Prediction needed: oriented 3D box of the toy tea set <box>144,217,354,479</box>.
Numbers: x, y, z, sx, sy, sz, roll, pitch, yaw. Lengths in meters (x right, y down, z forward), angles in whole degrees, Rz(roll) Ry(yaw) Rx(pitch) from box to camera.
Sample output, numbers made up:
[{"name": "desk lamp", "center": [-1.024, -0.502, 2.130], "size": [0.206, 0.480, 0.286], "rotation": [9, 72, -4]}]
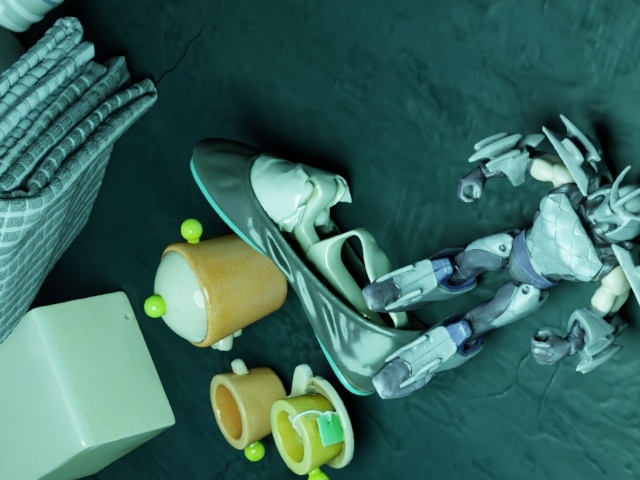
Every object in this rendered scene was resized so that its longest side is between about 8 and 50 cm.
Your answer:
[{"name": "toy tea set", "center": [-0.077, 0.144, 1.560], "size": [0.336, 0.124, 0.200], "rotation": [65, 153, 14]}]

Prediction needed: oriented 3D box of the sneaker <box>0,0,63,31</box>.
[{"name": "sneaker", "center": [-0.301, -0.355, 1.765], "size": [0.115, 0.105, 0.281], "rotation": [-21, 79, 18]}]

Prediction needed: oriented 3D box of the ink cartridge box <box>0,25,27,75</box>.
[{"name": "ink cartridge box", "center": [-0.492, -0.068, 1.832], "size": [0.385, 0.279, 0.160], "rotation": [-58, 47, 24]}]

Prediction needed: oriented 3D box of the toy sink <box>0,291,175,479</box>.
[{"name": "toy sink", "center": [-0.281, 0.173, 1.827], "size": [0.234, 0.131, 0.153], "rotation": [-35, 73, 43]}]

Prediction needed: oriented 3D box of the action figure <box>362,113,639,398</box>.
[{"name": "action figure", "center": [0.149, 0.023, 1.315], "size": [0.285, 0.099, 0.185], "rotation": [-35, 68, 45]}]

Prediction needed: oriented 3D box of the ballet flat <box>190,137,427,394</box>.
[{"name": "ballet flat", "center": [0.000, 0.000, 1.495], "size": [0.280, 0.095, 0.096], "rotation": [52, 125, 12]}]

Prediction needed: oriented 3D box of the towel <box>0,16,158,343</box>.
[{"name": "towel", "center": [-0.283, -0.044, 1.678], "size": [0.121, 0.284, 0.235], "rotation": [29, 132, 4]}]
